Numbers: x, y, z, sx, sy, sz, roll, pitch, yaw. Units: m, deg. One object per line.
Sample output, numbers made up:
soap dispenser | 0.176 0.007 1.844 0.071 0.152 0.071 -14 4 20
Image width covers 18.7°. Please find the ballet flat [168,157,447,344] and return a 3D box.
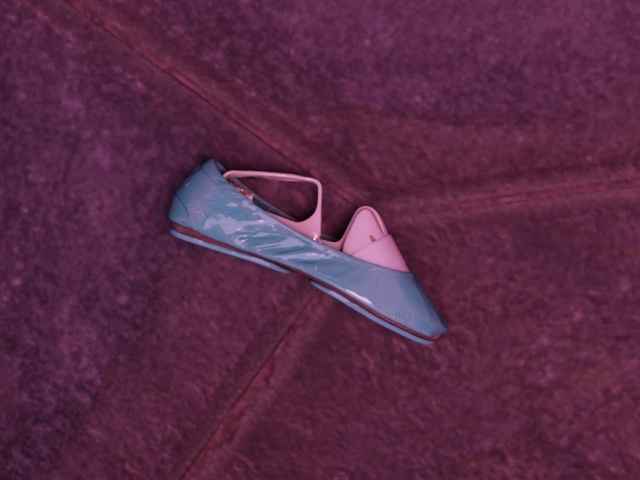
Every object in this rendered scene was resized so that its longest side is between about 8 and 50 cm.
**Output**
ballet flat | 0.000 0.000 1.565 0.247 0.083 0.087 24 98 2
